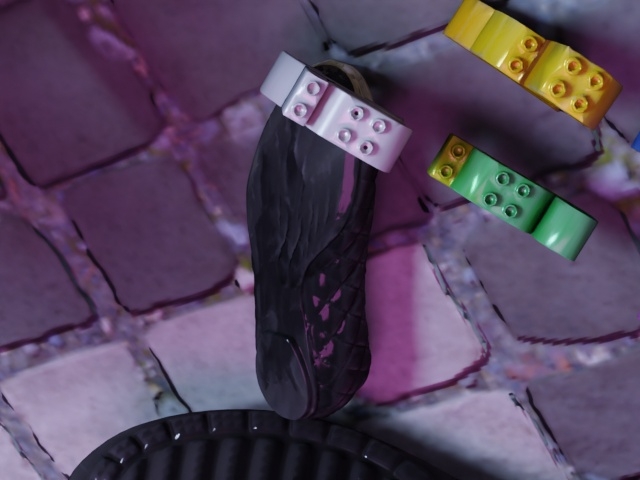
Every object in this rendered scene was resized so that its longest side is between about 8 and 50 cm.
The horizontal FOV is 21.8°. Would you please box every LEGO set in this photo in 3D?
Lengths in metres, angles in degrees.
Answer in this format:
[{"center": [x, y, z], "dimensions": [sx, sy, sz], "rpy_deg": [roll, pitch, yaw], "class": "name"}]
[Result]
[{"center": [0.095, -0.030, 0.624], "dimensions": [0.227, 0.093, 0.087], "rpy_deg": [30, 97, -7], "class": "LEGO set"}]

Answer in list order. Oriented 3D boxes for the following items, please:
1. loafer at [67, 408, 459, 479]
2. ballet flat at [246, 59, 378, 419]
[{"center": [0.051, 0.188, 0.765], "dimensions": [0.366, 0.134, 0.130], "rpy_deg": [16, 140, -1], "class": "loafer"}, {"center": [0.000, 0.000, 0.719], "dimensions": [0.057, 0.049, 0.173], "rpy_deg": [25, 125, 30], "class": "ballet flat"}]
